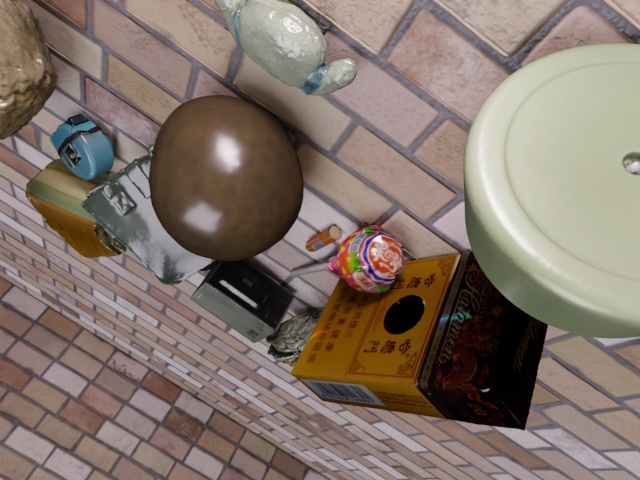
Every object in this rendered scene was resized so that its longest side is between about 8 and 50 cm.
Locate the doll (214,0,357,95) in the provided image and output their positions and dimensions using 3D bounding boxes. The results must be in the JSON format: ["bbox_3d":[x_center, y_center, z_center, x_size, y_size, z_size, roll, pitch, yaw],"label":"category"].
[{"bbox_3d":[-0.051,-0.257,0.626,0.214,0.071,0.103,33,145,2],"label":"doll"}]

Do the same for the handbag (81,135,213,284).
[{"bbox_3d":[-0.292,-0.059,0.950,0.247,0.079,0.260,-30,121,12],"label":"handbag"}]

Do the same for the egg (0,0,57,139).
[{"bbox_3d":[-0.591,-0.297,0.802,0.279,0.279,0.310,41,168,-16],"label":"egg"}]

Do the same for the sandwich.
[{"bbox_3d":[-0.540,-0.087,1.141,0.198,0.155,0.227,-5,133,38],"label":"sandwich"}]

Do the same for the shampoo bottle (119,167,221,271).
[{"bbox_3d":[-0.317,-0.057,1.057,0.101,0.101,0.284,-2,134,39],"label":"shampoo bottle"}]

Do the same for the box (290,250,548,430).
[{"bbox_3d":[0.166,0.159,0.836,0.415,0.264,0.116,-12,128,47],"label":"box"}]

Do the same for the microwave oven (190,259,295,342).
[{"bbox_3d":[-0.188,0.135,1.186,0.205,0.129,0.163,38,143,-12],"label":"microwave oven"}]

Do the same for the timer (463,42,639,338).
[{"bbox_3d":[0.295,-0.006,0.554,0.290,0.291,0.315,19,160,16],"label":"timer"}]

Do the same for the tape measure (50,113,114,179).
[{"bbox_3d":[-0.508,-0.196,1.036,0.146,0.081,0.125,-19,106,45],"label":"tape measure"}]

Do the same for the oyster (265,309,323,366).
[{"bbox_3d":[-0.021,0.236,1.156,0.267,0.198,0.112,-2,98,46],"label":"oyster"}]

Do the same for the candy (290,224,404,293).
[{"bbox_3d":[0.026,0.051,0.961,0.124,0.124,0.365,42,153,-18],"label":"candy"}]

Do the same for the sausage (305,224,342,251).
[{"bbox_3d":[0.000,0.000,0.958,0.031,0.031,0.107,41,145,-16],"label":"sausage"}]

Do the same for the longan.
[{"bbox_3d":[-0.146,-0.094,0.771,0.258,0.258,0.258,20,145,15],"label":"longan"}]
